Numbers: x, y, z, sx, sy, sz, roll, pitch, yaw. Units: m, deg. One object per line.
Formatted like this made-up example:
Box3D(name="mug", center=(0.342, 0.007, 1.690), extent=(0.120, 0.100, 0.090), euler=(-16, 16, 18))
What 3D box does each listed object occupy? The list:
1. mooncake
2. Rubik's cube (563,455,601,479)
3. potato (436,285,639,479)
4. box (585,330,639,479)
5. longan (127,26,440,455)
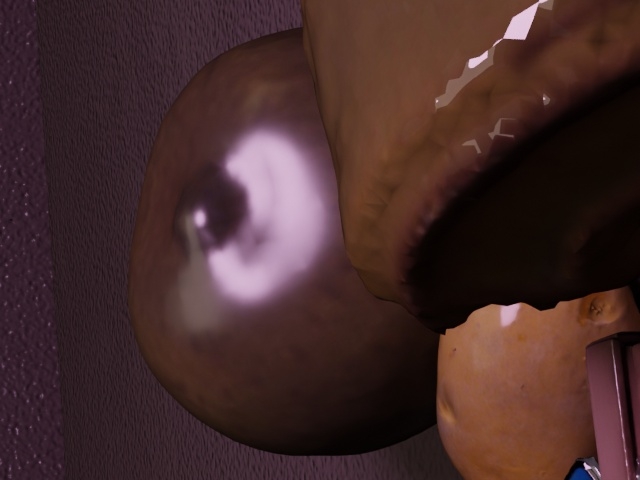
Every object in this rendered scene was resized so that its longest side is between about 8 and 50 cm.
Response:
Box3D(name="mooncake", center=(0.190, -0.109, 0.991), extent=(0.394, 0.393, 0.246), euler=(-29, 65, 27))
Box3D(name="Rubik's cube", center=(0.206, 0.278, 1.376), extent=(0.250, 0.284, 0.234), euler=(33, -126, -71))
Box3D(name="potato", center=(0.161, 0.108, 1.426), extent=(0.150, 0.146, 0.234), euler=(30, 122, 55))
Box3D(name="box", center=(0.270, 0.157, 1.083), extent=(0.086, 0.215, 0.215), euler=(-24, 68, 56))
Box3D(name="longan", center=(0.000, 0.000, 1.571), extent=(0.361, 0.361, 0.361), euler=(178, 90, -68))
